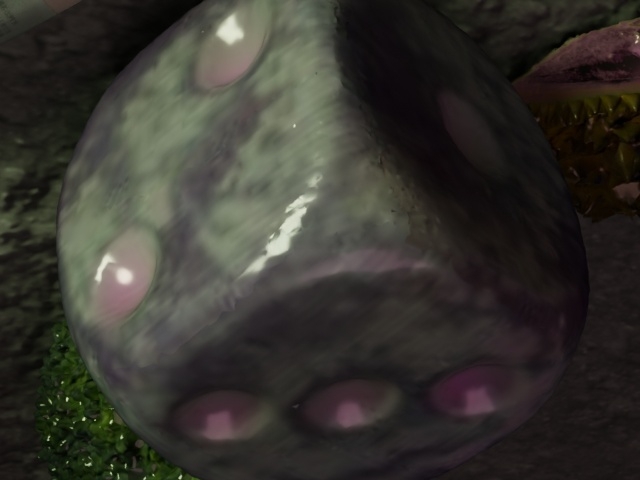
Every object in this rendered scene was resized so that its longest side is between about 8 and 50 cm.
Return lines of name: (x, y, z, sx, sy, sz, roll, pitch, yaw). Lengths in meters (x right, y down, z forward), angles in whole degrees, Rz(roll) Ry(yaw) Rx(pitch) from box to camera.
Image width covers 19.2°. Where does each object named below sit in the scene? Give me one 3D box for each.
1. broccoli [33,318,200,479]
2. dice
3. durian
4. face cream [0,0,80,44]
broccoli: (-0.082, 0.191, 1.493, 0.375, 0.302, 0.249, 46, 129, -15)
dice: (0.000, 0.000, 1.276, 0.271, 0.270, 0.270, -36, 134, 27)
durian: (0.301, -0.099, 1.436, 0.341, 0.112, 0.191, -23, 132, -3)
face cream: (-0.236, -0.156, 1.222, 0.198, 0.057, 0.084, -27, 134, 2)
